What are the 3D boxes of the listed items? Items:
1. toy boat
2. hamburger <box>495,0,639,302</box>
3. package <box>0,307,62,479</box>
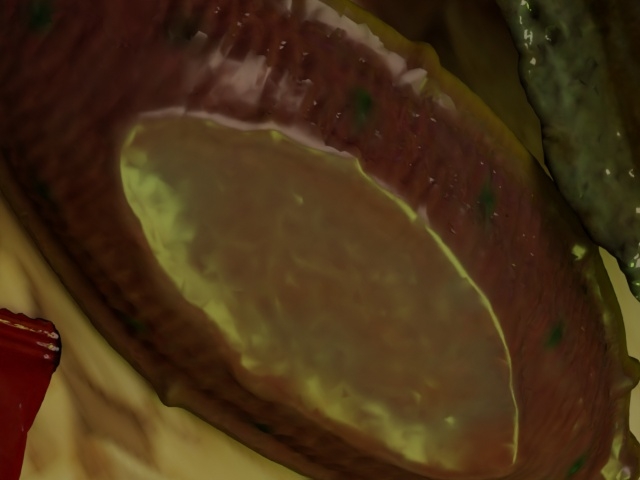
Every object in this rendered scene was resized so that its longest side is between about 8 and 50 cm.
[{"bbox_3d":[-0.001,0.002,0.624,0.141,0.099,0.318,-42,112,13],"label":"toy boat"},{"bbox_3d":[0.141,-0.107,0.673,0.211,0.132,0.309,-4,70,-60],"label":"hamburger"},{"bbox_3d":[-0.129,0.106,0.563,0.083,0.022,0.200,21,70,-30],"label":"package"}]
